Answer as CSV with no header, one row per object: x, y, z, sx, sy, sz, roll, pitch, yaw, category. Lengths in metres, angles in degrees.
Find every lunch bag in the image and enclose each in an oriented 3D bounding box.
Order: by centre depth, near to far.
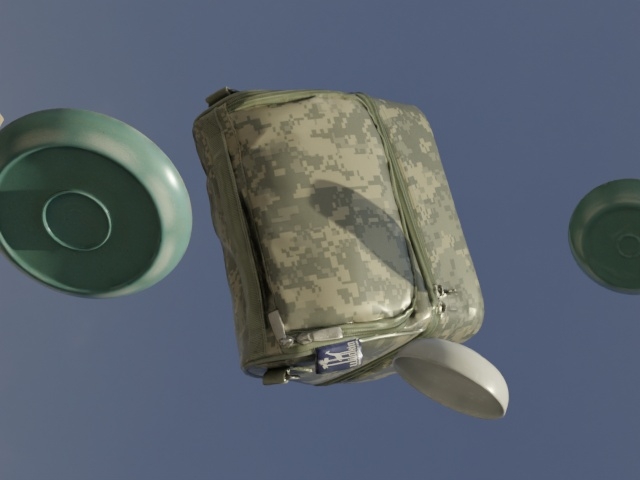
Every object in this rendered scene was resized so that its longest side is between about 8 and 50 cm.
0.000,0.000,1.240,0.212,0.256,0.305,-27,-111,39,lunch bag

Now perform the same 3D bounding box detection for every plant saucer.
0.288,0.002,1.113,0.119,0.021,0.119,9,-63,18,plant saucer
-0.342,-0.037,1.702,0.317,0.317,0.044,-45,-162,30,plant saucer

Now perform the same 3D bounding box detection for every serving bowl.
0.091,0.089,0.811,0.083,0.083,0.027,8,-120,43,serving bowl

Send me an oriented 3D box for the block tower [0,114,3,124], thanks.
-0.523,-0.071,1.517,0.091,0.097,0.335,11,-118,21,block tower
